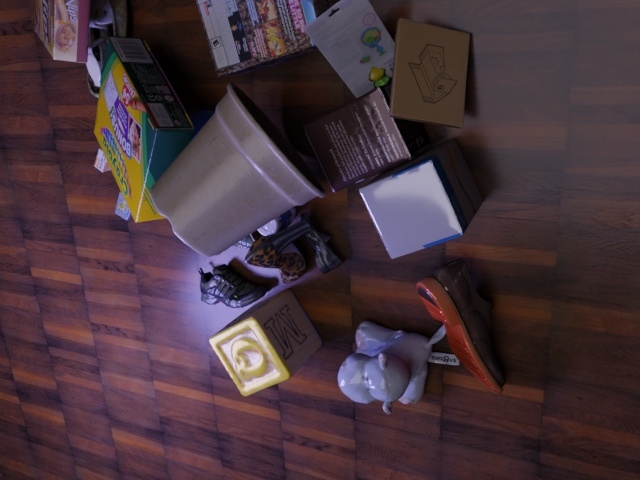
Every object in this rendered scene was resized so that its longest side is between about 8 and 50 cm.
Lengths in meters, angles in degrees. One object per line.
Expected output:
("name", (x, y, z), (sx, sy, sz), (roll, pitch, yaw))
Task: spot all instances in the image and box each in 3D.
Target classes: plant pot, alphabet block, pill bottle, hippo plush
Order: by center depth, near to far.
("plant pot", (-0.209, -0.137, 1.369), (0.305, 0.334, 0.333), (-39, 88, 8))
("hippo plush", (0.175, 0.343, 1.464), (0.295, 0.236, 0.234), (-4, 106, 28))
("pill bottle", (-0.111, -0.058, 1.529), (0.067, 0.120, 0.067), (9, 112, 24))
("alphabet block", (-0.147, 0.278, 1.626), (0.192, 0.197, 0.193), (-31, 92, 31))

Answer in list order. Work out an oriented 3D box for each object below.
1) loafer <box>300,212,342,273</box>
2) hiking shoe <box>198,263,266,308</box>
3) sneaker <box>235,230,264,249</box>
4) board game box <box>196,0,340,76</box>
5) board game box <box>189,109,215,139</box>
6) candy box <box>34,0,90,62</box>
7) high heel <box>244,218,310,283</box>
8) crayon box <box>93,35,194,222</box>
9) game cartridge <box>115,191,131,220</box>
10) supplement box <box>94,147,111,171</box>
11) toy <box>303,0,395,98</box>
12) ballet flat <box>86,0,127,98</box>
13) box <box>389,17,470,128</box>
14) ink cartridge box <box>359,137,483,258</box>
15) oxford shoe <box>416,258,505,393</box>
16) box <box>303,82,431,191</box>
("loafer", (0.000, 0.000, 1.539), (0.061, 0.062, 0.170), (-24, 98, 8))
("hiking shoe", (-0.262, 0.126, 1.693), (0.227, 0.086, 0.114), (-2, 111, 28))
("sneaker", (-0.204, -0.009, 1.633), (0.192, 0.064, 0.086), (42, 129, 8))
("board game box", (-0.117, -0.528, 1.347), (0.291, 0.141, 0.231), (-7, 105, 29))
("board game box", (-0.290, -0.270, 1.595), (0.133, 0.033, 0.168), (-23, 102, 26))
("candy box", (-0.681, -0.599, 1.548), (0.316, 0.088, 0.182), (45, 130, 47))
("high heel", (-0.127, 0.063, 1.518), (0.093, 0.186, 0.261), (47, 148, 23))
("crayon box", (-0.468, -0.284, 1.522), (0.362, 0.106, 0.313), (57, 138, 28))
("game cartridge", (-0.602, -0.105, 1.821), (0.056, 0.017, 0.083), (29, 119, 11))
("supplement box", (-0.605, -0.242, 1.723), (0.036, 0.098, 0.062), (35, 120, 11))
("toy", (0.077, -0.422, 1.265), (0.137, 0.237, 0.056), (-31, 48, 16))
("ballet flat", (-0.585, -0.549, 1.591), (0.123, 0.123, 0.348), (14, 114, 22))
("box", (0.226, -0.342, 1.217), (0.165, 0.021, 0.201), (6, 87, -17))
("ink cartridge box", (0.226, -0.096, 1.281), (0.171, 0.233, 0.168), (-21, 100, 31))
("oxford shoe", (0.367, 0.208, 1.385), (0.133, 0.130, 0.363), (-36, 113, -10))
("box", (0.109, -0.235, 1.325), (0.203, 0.168, 0.166), (-22, 98, 31))
